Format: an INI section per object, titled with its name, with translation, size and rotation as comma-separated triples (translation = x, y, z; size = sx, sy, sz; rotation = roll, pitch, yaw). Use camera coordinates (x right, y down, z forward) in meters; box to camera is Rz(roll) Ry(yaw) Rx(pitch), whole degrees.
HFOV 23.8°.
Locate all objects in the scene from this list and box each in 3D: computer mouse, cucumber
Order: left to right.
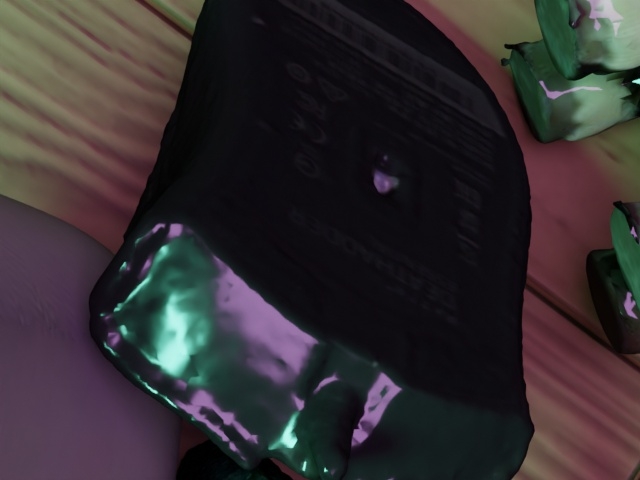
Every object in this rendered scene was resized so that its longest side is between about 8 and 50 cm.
[cucumber]
translation = -0.028, 0.088, 0.532
size = 0.032, 0.133, 0.032
rotation = 1, 86, -12
[computer mouse]
translation = 0.000, 0.000, 0.531
size = 0.147, 0.264, 0.088
rotation = 29, 122, -13

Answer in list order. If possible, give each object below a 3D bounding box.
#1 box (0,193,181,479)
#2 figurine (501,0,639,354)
[box]
translation = -0.166, 0.109, 0.413
size = 0.141, 0.349, 0.289
rotation = 10, 83, 23
[figurine]
translation = 0.278, -0.074, 0.575
size = 0.411, 0.241, 0.306
rotation = 10, 59, 8
